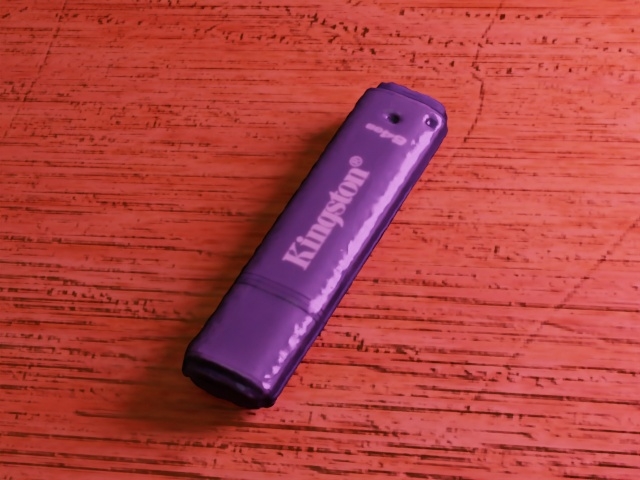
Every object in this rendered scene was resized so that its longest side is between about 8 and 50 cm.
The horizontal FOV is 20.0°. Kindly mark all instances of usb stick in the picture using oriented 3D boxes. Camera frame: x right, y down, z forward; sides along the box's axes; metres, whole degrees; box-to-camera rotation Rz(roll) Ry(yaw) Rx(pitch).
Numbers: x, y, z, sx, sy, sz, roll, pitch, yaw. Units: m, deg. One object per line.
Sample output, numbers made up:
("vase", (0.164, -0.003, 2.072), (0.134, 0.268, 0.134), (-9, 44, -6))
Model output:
("usb stick", (0.000, 0.000, 1.276), (0.077, 0.045, 0.278), (20, 60, 26))
